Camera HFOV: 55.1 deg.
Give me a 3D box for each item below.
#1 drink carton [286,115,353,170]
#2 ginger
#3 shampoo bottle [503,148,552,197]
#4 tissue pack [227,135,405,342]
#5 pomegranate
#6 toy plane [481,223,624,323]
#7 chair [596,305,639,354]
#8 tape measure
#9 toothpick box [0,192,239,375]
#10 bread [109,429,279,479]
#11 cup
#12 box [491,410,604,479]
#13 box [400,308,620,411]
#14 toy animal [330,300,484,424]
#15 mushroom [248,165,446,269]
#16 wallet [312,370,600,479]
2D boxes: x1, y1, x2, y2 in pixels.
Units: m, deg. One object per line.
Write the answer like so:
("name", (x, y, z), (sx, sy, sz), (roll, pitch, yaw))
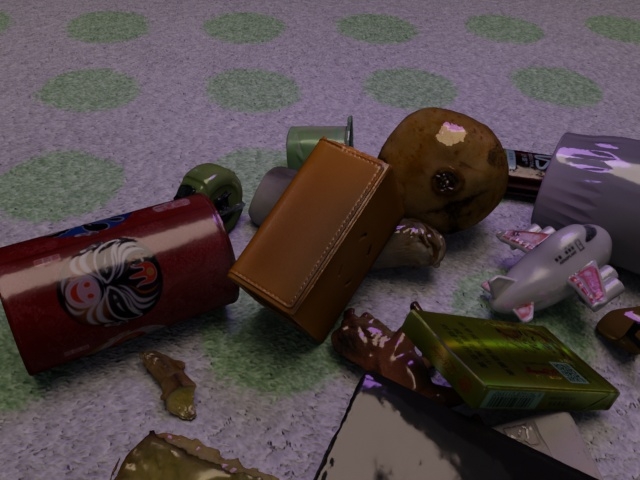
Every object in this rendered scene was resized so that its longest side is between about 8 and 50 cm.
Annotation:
("drink carton", (0.001, -0.198, 1.367), (0.142, 0.144, 0.146), (3, 40, 8))
("ginger", (-0.227, 0.213, 0.939), (0.057, 0.044, 0.137), (-36, 51, -15))
("shampoo bottle", (0.469, -0.150, 1.387), (0.323, 0.084, 0.129), (10, 43, 6))
("tissue pack", (0.000, 0.000, 0.998), (0.145, 0.194, 0.274), (29, 77, 20))
("pomegranate", (0.239, -0.138, 1.212), (0.261, 0.260, 0.260), (2, 41, -2))
("toy plane", (0.403, 0.050, 1.085), (0.252, 0.118, 0.252), (-15, 38, 12))
("chair", (0.599, 0.158, 0.993), (0.159, 0.172, 0.247), (-31, 58, -32))
("tape measure", (-0.215, -0.071, 1.192), (0.088, 0.154, 0.177), (20, 38, 27))
("toothpick box", (-0.322, 0.061, 0.985), (0.333, 0.204, 0.204), (-18, 45, -25))
("bread", (-0.167, 0.362, 0.686), (0.204, 0.162, 0.262), (18, 65, 14))
("cup", (0.620, -0.064, 1.173), (0.372, 0.253, 0.253), (22, 44, 23))
("box", (0.243, 0.326, 0.825), (0.285, 0.044, 0.142), (-10, 59, -16))
("box", (0.284, 0.179, 0.907), (0.311, 0.043, 0.173), (11, 24, -34))
("toy animal", (0.129, 0.210, 0.947), (0.158, 0.097, 0.312), (-20, 47, -11))
("mushroom", (0.049, -0.034, 1.190), (0.397, 0.126, 0.177), (28, 38, 30))
("wallet", (0.194, 0.339, 0.745), (0.406, 0.062, 0.228), (25, 55, 8))
